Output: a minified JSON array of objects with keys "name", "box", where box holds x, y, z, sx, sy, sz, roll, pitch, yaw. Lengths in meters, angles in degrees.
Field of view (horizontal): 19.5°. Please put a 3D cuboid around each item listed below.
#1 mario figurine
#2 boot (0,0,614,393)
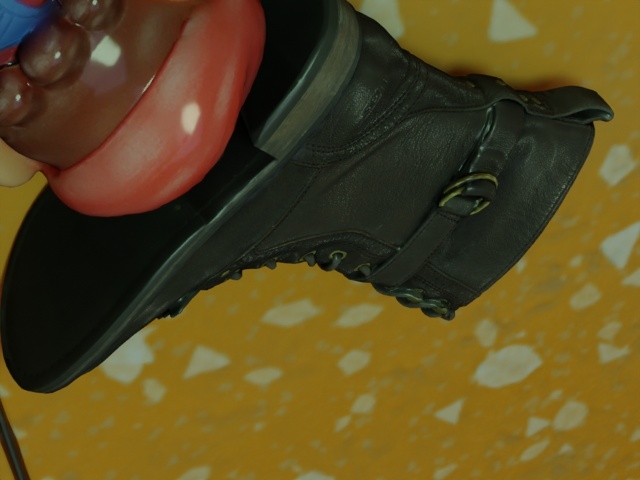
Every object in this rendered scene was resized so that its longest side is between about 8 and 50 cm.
[{"name":"mario figurine","box":[-0.155,-0.113,0.689,0.320,0.198,0.170,19,76,-47]},{"name":"boot","box":[0.000,0.000,0.892,0.263,0.091,0.229,-45,141,19]}]
